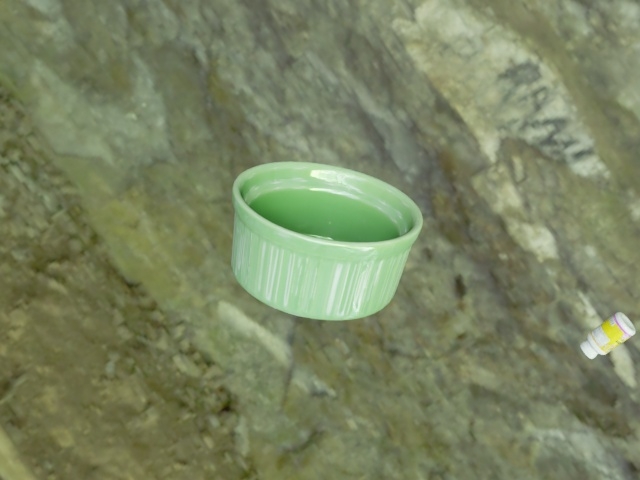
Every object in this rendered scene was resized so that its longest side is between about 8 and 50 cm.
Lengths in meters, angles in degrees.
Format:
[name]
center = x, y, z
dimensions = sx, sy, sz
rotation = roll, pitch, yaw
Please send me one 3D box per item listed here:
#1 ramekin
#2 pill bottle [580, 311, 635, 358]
[ramekin]
center = 0.000, 0.000, 1.521
dimensions = 0.303, 0.303, 0.148
rotation = -122, -141, -56
[pill bottle]
center = 0.461, 0.155, 1.527
dimensions = 0.043, 0.083, 0.043
rotation = 36, 28, -23
